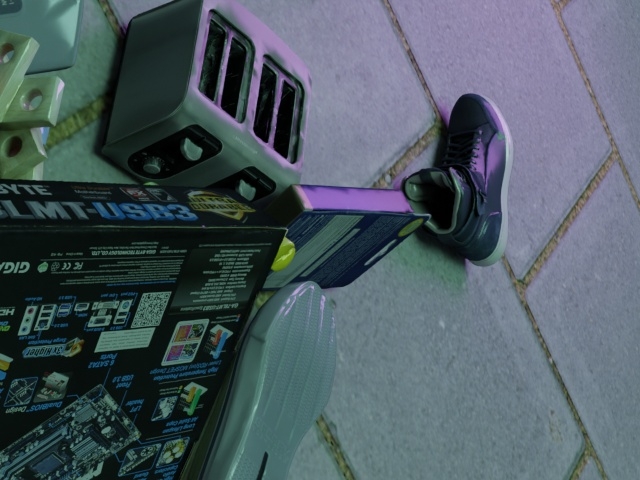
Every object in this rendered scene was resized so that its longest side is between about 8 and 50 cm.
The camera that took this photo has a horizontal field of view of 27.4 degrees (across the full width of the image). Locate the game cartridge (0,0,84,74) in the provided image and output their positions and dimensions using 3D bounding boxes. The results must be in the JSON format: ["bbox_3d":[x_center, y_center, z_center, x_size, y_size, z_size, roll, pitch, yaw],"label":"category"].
[{"bbox_3d":[-0.276,-0.261,0.958,0.196,0.060,0.294,-11,101,-20],"label":"game cartridge"}]

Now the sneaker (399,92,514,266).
[{"bbox_3d":[0.166,-0.096,1.600,0.163,0.086,0.226,23,59,-51],"label":"sneaker"}]

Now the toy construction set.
[{"bbox_3d":[-0.172,0.001,0.987,0.215,0.151,0.327,-50,135,-4],"label":"toy construction set"}]

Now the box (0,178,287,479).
[{"bbox_3d":[-0.186,0.104,0.879,0.295,0.073,0.293,-2,121,-51],"label":"box"}]

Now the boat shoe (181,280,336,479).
[{"bbox_3d":[-0.069,0.155,1.157,0.109,0.094,0.302,57,38,-32],"label":"boat shoe"}]

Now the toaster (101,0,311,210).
[{"bbox_3d":[-0.101,-0.126,1.219,0.168,0.110,0.186,38,48,-42],"label":"toaster"}]

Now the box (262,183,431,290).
[{"bbox_3d":[0.000,0.000,1.284,0.225,0.136,0.036,2,53,-54],"label":"box"}]
